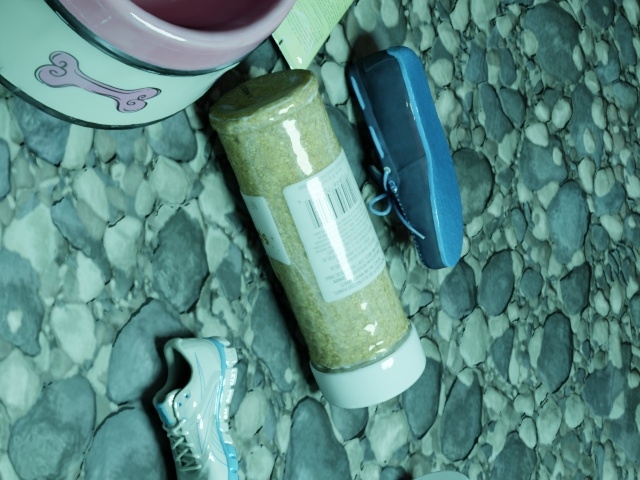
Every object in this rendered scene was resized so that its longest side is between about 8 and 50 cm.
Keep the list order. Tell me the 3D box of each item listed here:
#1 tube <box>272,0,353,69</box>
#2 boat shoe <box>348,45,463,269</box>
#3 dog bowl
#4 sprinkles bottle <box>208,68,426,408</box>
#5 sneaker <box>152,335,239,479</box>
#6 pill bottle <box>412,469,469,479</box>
[{"bbox_3d":[0.011,-0.288,2.091,0.070,0.062,0.240,32,55,4],"label":"tube"},{"bbox_3d":[0.098,-0.091,2.164,0.109,0.089,0.258,-19,97,-67],"label":"boat shoe"},{"bbox_3d":[-0.172,-0.314,1.694,0.408,0.150,0.408,16,66,-42],"label":"dog bowl"},{"bbox_3d":[0.000,0.000,1.983,0.121,0.121,0.355,-46,123,-46],"label":"sprinkles bottle"},{"bbox_3d":[-0.130,0.183,1.840,0.083,0.071,0.191,14,67,-46],"label":"sneaker"},{"bbox_3d":[0.164,0.382,2.159,0.131,0.131,0.229,-51,126,-43],"label":"pill bottle"}]
